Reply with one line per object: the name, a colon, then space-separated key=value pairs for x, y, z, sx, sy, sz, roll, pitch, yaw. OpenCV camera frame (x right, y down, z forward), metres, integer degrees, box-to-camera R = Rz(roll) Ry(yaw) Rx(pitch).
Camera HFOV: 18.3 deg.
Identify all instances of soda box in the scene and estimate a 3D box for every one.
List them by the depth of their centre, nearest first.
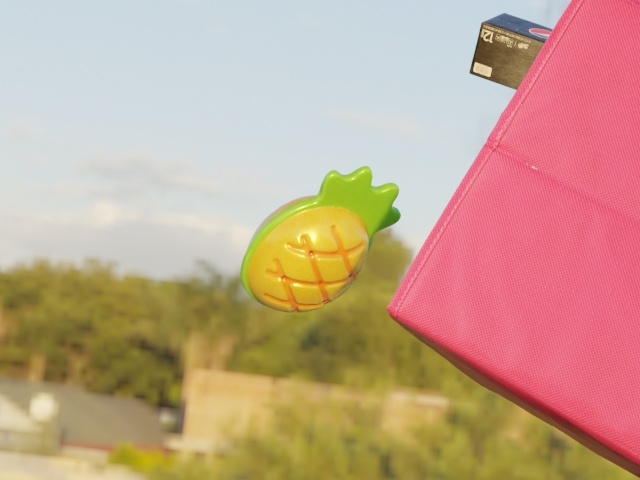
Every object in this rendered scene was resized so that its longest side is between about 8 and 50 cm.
soda box: x=0.227 y=-0.157 z=1.836 sx=0.169 sy=0.053 sz=0.060 roll=22 pitch=24 yaw=21

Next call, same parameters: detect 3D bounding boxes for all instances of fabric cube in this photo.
fabric cube: x=0.245 y=0.026 z=1.287 sx=0.258 sy=0.259 sz=0.254 roll=29 pitch=-4 yaw=27

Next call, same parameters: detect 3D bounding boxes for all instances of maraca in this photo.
maraca: x=0.000 y=0.000 z=1.989 sx=0.127 sy=0.186 sz=0.099 roll=29 pitch=23 yaw=-42
